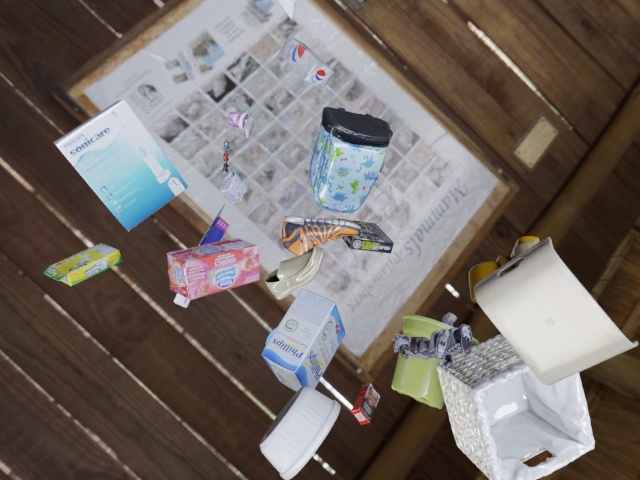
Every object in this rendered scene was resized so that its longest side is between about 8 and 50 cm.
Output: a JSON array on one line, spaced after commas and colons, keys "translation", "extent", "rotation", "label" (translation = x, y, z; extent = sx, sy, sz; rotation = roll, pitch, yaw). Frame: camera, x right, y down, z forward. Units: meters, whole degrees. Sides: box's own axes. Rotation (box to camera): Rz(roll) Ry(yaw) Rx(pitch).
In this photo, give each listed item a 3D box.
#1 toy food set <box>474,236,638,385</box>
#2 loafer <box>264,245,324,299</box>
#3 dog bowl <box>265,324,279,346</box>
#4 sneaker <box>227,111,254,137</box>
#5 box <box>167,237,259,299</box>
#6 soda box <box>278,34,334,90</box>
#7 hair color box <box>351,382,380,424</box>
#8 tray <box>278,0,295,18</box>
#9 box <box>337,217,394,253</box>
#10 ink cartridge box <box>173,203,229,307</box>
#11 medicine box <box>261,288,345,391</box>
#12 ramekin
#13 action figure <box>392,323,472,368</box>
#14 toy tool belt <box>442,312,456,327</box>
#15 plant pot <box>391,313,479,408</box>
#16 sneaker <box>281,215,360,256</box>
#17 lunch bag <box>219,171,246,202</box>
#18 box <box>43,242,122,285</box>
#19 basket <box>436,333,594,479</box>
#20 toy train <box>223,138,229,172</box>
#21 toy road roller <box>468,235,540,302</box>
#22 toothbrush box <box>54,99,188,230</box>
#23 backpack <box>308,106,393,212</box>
[{"translation": [0.537, 0.171, 1.192], "extent": [0.219, 0.306, 0.092], "rotation": [-42, 174, 35], "label": "toy food set"}, {"translation": [-0.089, 0.100, 1.645], "extent": [0.268, 0.092, 0.102], "rotation": [-42, -155, 34], "label": "loafer"}, {"translation": [-0.134, 0.438, 2.391], "extent": [0.297, 0.074, 0.166], "rotation": [-41, -141, 5], "label": "dog bowl"}, {"translation": [-0.401, -0.587, 2.559], "extent": [0.236, 0.104, 0.095], "rotation": [48, 59, -83], "label": "sneaker"}, {"translation": [-0.327, 0.082, 1.582], "extent": [0.256, 0.123, 0.128], "rotation": [-14, -159, -40], "label": "box"}, {"translation": [-0.060, -0.705, 2.024], "extent": [0.091, 0.098, 0.286], "rotation": [-54, -137, 21], "label": "soda box"}, {"translation": [0.171, 0.611, 1.920], "extent": [0.043, 0.072, 0.141], "rotation": [-29, -167, 33], "label": "hair color box"}, {"translation": [-0.108, -0.822, 1.607], "extent": [0.030, 0.145, 0.270], "rotation": [-21, -136, 27], "label": "tray"}, {"translation": [0.210, -0.025, 2.504], "extent": [0.270, 0.216, 0.060], "rotation": [-123, -137, -63], "label": "box"}, {"translation": [-0.474, 0.062, 2.115], "extent": [0.330, 0.071, 0.324], "rotation": [-56, -170, 34], "label": "ink cartridge box"}, {"translation": [-0.052, 0.373, 1.859], "extent": [0.289, 0.149, 0.264], "rotation": [-58, 153, -26], "label": "medicine box"}, {"translation": [-0.069, 0.564, 1.539], "extent": [0.273, 0.127, 0.273], "rotation": [-51, 177, -4], "label": "ramekin"}, {"translation": [0.306, 0.302, 1.434], "extent": [0.285, 0.185, 0.099], "rotation": [125, -29, -67], "label": "action figure"}, {"translation": [0.491, 0.323, 1.978], "extent": [0.051, 0.052, 0.083], "rotation": [-36, 144, -47], "label": "toy tool belt"}, {"translation": [0.369, 0.423, 1.755], "extent": [0.254, 0.276, 0.276], "rotation": [-66, -172, -15], "label": "plant pot"}, {"translation": [0.000, 0.000, 2.096], "extent": [0.124, 0.320, 0.180], "rotation": [79, 15, -88], "label": "sneaker"}, {"translation": [-0.290, -0.178, 1.714], "extent": [0.053, 0.071, 0.083], "rotation": [-4, -128, 36], "label": "lunch bag"}, {"translation": [-0.660, 0.070, 1.422], "extent": [0.105, 0.043, 0.179], "rotation": [14, -149, 38], "label": "box"}, {"translation": [0.553, 0.474, 1.496], "extent": [0.328, 0.332, 0.266], "rotation": [-20, -169, -14], "label": "basket"}, {"translation": [-0.434, -0.386, 2.347], "extent": [0.036, 0.027, 0.158], "rotation": [-86, -179, -71], "label": "toy train"}, {"translation": [0.704, 0.143, 1.941], "extent": [0.330, 0.240, 0.203], "rotation": [88, 5, -56], "label": "toy road roller"}, {"translation": [-0.557, -0.212, 1.442], "extent": [0.216, 0.296, 0.126], "rotation": [-41, -151, -16], "label": "toothbrush box"}, {"translation": [0.088, -0.277, 1.921], "extent": [0.356, 0.290, 0.273], "rotation": [-56, -144, 42], "label": "backpack"}]
